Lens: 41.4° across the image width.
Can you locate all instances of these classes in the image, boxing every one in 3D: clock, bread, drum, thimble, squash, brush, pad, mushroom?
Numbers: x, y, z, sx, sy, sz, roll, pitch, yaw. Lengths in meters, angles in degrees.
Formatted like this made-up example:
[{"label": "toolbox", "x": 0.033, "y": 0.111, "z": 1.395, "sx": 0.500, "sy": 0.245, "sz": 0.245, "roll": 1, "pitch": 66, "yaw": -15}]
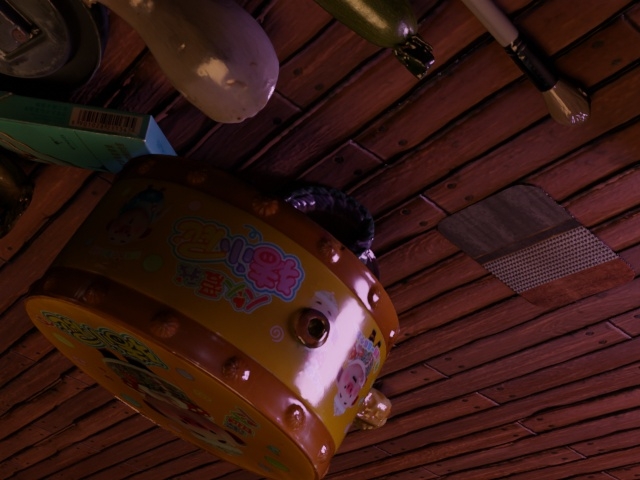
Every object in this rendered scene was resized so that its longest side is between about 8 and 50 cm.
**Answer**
[{"label": "clock", "x": -0.342, "y": -0.251, "z": 0.927, "sx": 0.226, "sy": 0.049, "sz": 0.226, "roll": 9, "pitch": 144, "yaw": 7}, {"label": "bread", "x": -0.038, "y": 0.246, "z": 1.490, "sx": 0.367, "sy": 0.077, "sz": 0.084, "roll": 25, "pitch": 144, "yaw": -15}, {"label": "drum", "x": -0.129, "y": 0.106, "z": 1.040, "sx": 0.431, "sy": 0.214, "sz": 0.431, "roll": 26, "pitch": 155, "yaw": 13}, {"label": "thimble", "x": -0.002, "y": -0.002, "z": 1.105, "sx": 0.135, "sy": 0.118, "sz": 0.090, "roll": 10, "pitch": 149, "yaw": -5}, {"label": "squash", "x": -0.008, "y": -0.266, "z": 0.773, "sx": 0.071, "sy": 0.080, "sz": 0.318, "roll": -35, "pitch": 122, "yaw": 26}, {"label": "brush", "x": 0.182, "y": -0.210, "z": 0.836, "sx": 0.299, "sy": 0.039, "sz": 0.042, "roll": 40, "pitch": 175, "yaw": -30}, {"label": "pad", "x": 0.233, "y": 0.062, "z": 1.173, "sx": 0.250, "sy": 0.055, "sz": 0.323, "roll": 34, "pitch": 122, "yaw": -27}, {"label": "mushroom", "x": -0.142, "y": -0.219, "z": 0.865, "sx": 0.116, "sy": 0.093, "sz": 0.225, "roll": -40, "pitch": 116, "yaw": 19}]

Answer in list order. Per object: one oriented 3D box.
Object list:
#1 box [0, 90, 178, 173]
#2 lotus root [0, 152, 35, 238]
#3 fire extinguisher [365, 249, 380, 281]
[{"label": "box", "x": -0.302, "y": -0.128, "z": 1.042, "sx": 0.229, "sy": 0.041, "sz": 0.162, "roll": 9, "pitch": 167, "yaw": 5}, {"label": "lotus root", "x": -0.517, "y": -0.091, "z": 1.097, "sx": 0.275, "sy": 0.152, "sz": 0.160, "roll": 32, "pitch": 170, "yaw": -4}, {"label": "fire extinguisher", "x": -0.043, "y": 0.052, "z": 1.241, "sx": 0.252, "sy": 0.075, "sz": 0.106, "roll": -14, "pitch": 109, "yaw": 34}]
